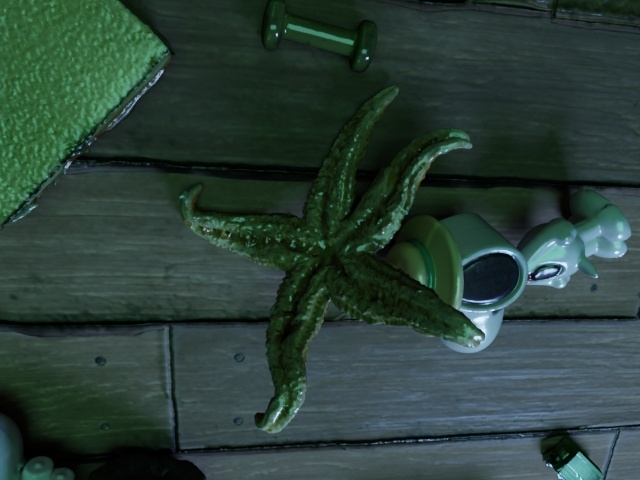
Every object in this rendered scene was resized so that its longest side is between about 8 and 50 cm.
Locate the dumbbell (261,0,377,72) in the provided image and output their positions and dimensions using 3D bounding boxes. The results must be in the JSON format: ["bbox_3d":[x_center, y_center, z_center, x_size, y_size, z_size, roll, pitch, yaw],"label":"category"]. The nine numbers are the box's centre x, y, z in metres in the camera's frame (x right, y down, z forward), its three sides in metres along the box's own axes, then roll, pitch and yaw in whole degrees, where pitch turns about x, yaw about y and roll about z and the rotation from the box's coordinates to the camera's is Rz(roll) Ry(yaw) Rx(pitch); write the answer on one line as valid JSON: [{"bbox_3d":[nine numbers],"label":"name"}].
[{"bbox_3d":[-0.001,-0.210,0.449,0.117,0.046,0.052,9,99,-11],"label":"dumbbell"}]

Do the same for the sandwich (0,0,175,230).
[{"bbox_3d":[-0.295,-0.170,0.411,0.245,0.063,0.212,-43,104,4],"label":"sandwich"}]

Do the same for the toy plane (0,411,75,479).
[{"bbox_3d":[-0.415,0.307,0.498,0.251,0.118,0.253,-2,105,-9],"label":"toy plane"}]

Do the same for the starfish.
[{"bbox_3d":[0.001,0.003,0.457,0.326,0.094,0.376,4,71,19],"label":"starfish"}]

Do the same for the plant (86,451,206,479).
[{"bbox_3d":[-0.231,0.441,0.526,0.181,0.194,0.321,8,102,-7],"label":"plant"}]

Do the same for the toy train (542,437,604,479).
[{"bbox_3d":[0.391,0.352,0.678,0.056,0.038,0.093,-46,107,3],"label":"toy train"}]

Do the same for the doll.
[{"bbox_3d":[0.209,0.013,0.513,0.271,0.144,0.208,-38,129,7],"label":"doll"}]
